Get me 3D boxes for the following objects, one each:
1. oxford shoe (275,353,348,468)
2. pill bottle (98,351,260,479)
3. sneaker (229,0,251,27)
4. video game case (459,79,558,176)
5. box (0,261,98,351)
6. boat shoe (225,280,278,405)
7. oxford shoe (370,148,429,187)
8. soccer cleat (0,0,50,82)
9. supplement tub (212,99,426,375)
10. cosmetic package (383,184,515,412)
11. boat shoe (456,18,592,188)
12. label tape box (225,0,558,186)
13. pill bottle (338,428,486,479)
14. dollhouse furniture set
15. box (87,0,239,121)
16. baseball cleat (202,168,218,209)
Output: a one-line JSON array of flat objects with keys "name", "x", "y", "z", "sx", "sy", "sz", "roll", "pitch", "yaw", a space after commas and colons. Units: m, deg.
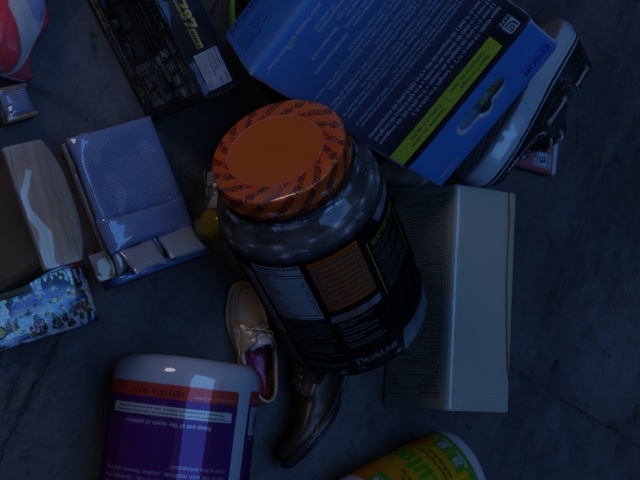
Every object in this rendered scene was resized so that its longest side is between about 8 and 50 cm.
[{"name": "oxford shoe", "x": -0.013, "y": 0.201, "z": 1.549, "sx": 0.096, "sy": 0.083, "sz": 0.227, "roll": 30, "pitch": 70, "yaw": -6}, {"name": "pill bottle", "x": -0.179, "y": 0.302, "z": 1.375, "sx": 0.181, "sy": 0.181, "sz": 0.323, "roll": 11, "pitch": 81, "yaw": -29}, {"name": "sneaker", "x": -0.042, "y": -0.462, "z": 1.500, "sx": 0.185, "sy": 0.202, "sz": 0.483, "roll": -14, "pitch": 93, "yaw": -31}, {"name": "video game case", "x": 0.260, "y": -0.228, "z": 1.762, "sx": 0.285, "sy": 0.025, "sz": 0.204, "roll": 12, "pitch": 80, "yaw": -29}, {"name": "box", "x": -0.348, "y": 0.073, "z": 1.383, "sx": 0.137, "sy": 0.027, "sz": 0.094, "roll": -18, "pitch": 94, "yaw": -30}, {"name": "boat shoe", "x": -0.084, "y": 0.137, "z": 1.513, "sx": 0.063, "sy": 0.059, "sz": 0.170, "roll": -10, "pitch": 92, "yaw": -30}, {"name": "oxford shoe", "x": 0.084, "y": -0.279, "z": 1.548, "sx": 0.130, "sy": 0.169, "sz": 0.450, "roll": -13, "pitch": 112, "yaw": -23}, {"name": "soccer cleat", "x": -0.362, "y": -0.314, "z": 1.386, "sx": 0.095, "sy": 0.083, "sz": 0.248, "roll": 37, "pitch": 61, "yaw": -54}, {"name": "supplement tub", "x": 0.000, "y": 0.000, "z": 1.413, "sx": 0.207, "sy": 0.207, "sz": 0.338, "roll": -51, "pitch": 142, "yaw": -23}, {"name": "cosmetic package", "x": 0.182, "y": 0.084, "z": 1.616, "sx": 0.113, "sy": 0.160, "sz": 0.310, "roll": 6, "pitch": 84, "yaw": -30}, {"name": "boat shoe", "x": 0.325, "y": -0.189, "z": 1.710, "sx": 0.119, "sy": 0.121, "sz": 0.335, "roll": 42, "pitch": 65, "yaw": -16}, {"name": "label tape box", "x": 0.095, "y": -0.249, "z": 1.413, "sx": 0.347, "sy": 0.115, "sz": 0.249, "roll": 26, "pitch": 110, "yaw": -39}, {"name": "pill bottle", "x": 0.097, "y": 0.367, "z": 1.556, "sx": 0.245, "sy": 0.136, "sz": 0.136, "roll": -22, "pitch": 97, "yaw": -30}, {"name": "dollhouse furniture set", "x": -0.255, "y": -0.095, "z": 1.337, "sx": 0.303, "sy": 0.198, "sz": 0.286, "roll": -19, "pitch": 88, "yaw": -35}, {"name": "box", "x": -0.208, "y": -0.271, "z": 1.400, "sx": 0.059, "sy": 0.183, "sz": 0.233, "roll": -31, "pitch": 101, "yaw": -29}, {"name": "baseball cleat", "x": -0.061, "y": -0.083, "z": 1.538, "sx": 0.205, "sy": 0.072, "sz": 0.110, "roll": -8, "pitch": 84, "yaw": -34}]
